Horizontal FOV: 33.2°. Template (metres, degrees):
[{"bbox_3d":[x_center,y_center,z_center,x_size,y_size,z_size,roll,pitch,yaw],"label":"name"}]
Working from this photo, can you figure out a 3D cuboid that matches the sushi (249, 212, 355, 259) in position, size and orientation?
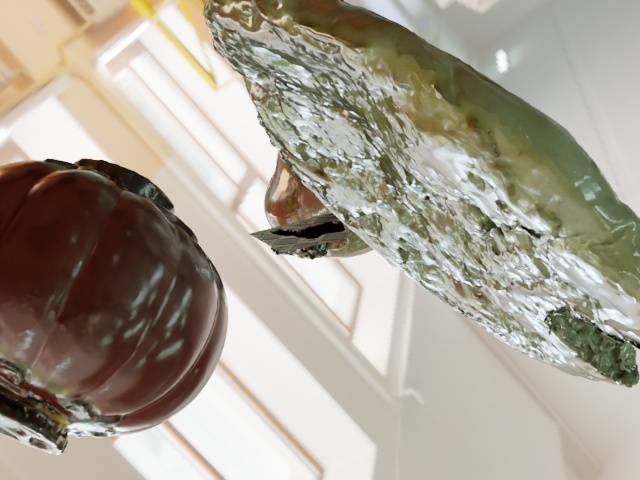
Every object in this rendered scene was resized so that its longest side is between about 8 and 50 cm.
[{"bbox_3d":[0.000,0.000,1.164,0.126,0.026,0.120,-15,-165,-19],"label":"sushi"}]

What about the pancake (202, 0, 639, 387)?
[{"bbox_3d":[0.049,-0.023,0.453,0.037,0.253,0.253,-49,-166,-9],"label":"pancake"}]

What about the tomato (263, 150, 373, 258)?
[{"bbox_3d":[0.045,-0.098,1.620,0.270,0.223,0.270,18,90,-84],"label":"tomato"}]

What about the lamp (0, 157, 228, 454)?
[{"bbox_3d":[-0.234,0.059,1.000,0.303,0.303,0.257,-21,-138,58],"label":"lamp"}]
